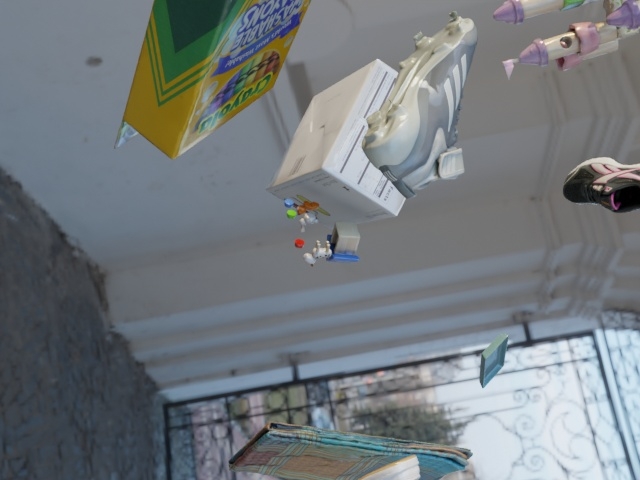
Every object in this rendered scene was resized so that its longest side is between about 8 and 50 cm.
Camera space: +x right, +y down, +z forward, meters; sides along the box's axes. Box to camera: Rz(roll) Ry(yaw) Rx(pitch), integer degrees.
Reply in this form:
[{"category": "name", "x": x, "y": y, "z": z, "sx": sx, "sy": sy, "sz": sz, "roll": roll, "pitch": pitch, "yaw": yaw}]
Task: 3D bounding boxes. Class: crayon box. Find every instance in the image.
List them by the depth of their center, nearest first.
[{"category": "crayon box", "x": -0.102, "y": -0.227, "z": 0.939, "sx": 0.203, "sy": 0.083, "sz": 0.323, "roll": -46, "pitch": 172, "yaw": -41}]

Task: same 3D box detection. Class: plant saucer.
[{"category": "plant saucer", "x": 0.331, "y": 0.231, "z": 1.647, "sx": 0.018, "sy": 0.067, "sz": 0.192, "roll": 40, "pitch": -14, "yaw": 23}]

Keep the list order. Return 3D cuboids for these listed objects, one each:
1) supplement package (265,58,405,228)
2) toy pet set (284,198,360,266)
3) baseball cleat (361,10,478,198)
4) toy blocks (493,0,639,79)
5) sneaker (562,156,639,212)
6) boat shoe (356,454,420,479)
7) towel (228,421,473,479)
[{"category": "supplement package", "x": 0.052, "y": -0.147, "z": 1.417, "sx": 0.204, "sy": 0.145, "sz": 0.262, "roll": -64, "pitch": -162, "yaw": -14}, {"category": "toy pet set", "x": 0.000, "y": 0.000, "z": 1.333, "sx": 0.122, "sy": 0.114, "sz": 0.065, "roll": -104, "pitch": -157, "yaw": -52}, {"category": "baseball cleat", "x": 0.110, "y": -0.124, "z": 0.827, "sx": 0.109, "sy": 0.072, "sz": 0.206, "roll": 50, "pitch": 58, "yaw": -24}, {"category": "toy blocks", "x": 0.446, "y": -0.479, "z": 1.617, "sx": 0.309, "sy": 0.260, "sz": 0.288, "roll": -160, "pitch": -124, "yaw": -89}, {"category": "sneaker", "x": 0.418, "y": -0.074, "z": 1.226, "sx": 0.178, "sy": 0.077, "sz": 0.072, "roll": -7, "pitch": -61, "yaw": 54}, {"category": "boat shoe", "x": 0.080, "y": 0.413, "z": 1.282, "sx": 0.096, "sy": 0.098, "sz": 0.277, "roll": 62, "pitch": -39, "yaw": 27}, {"category": "towel", "x": 0.045, "y": 0.397, "z": 1.525, "sx": 0.271, "sy": 0.370, "sz": 0.040, "roll": 126, "pitch": -28, "yaw": -55}]
